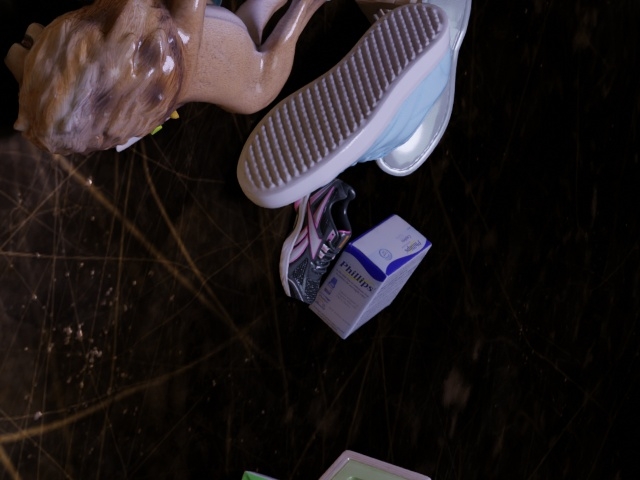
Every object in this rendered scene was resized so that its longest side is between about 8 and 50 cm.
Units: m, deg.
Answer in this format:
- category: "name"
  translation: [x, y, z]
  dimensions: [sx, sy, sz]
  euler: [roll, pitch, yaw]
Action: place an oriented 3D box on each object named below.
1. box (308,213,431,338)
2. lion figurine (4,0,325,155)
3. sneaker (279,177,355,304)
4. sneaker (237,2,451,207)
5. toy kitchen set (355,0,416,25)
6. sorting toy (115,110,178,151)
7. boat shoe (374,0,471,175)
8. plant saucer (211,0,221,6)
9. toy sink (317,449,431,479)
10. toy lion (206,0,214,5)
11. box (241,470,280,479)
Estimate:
- category: "box"
  translation: [0.068, 0.049, 1.636]
  dimensions: [0.126, 0.072, 0.137]
  euler: [-33, 160, -50]
- category: "lion figurine"
  translation: [-0.114, -0.188, 1.166]
  dimensions: [0.392, 0.142, 0.240]
  euler: [2, 112, -49]
- category: "sneaker"
  translation: [0.000, 0.000, 1.557]
  dimensions: [0.072, 0.077, 0.178]
  euler: [-6, 107, -56]
- category: "sneaker"
  translation: [0.051, -0.139, 1.499]
  dimensions: [0.366, 0.135, 0.150]
  euler: [-42, 140, -21]
- category: "toy kitchen set"
  translation: [0.107, -0.330, 1.602]
  dimensions: [0.075, 0.083, 0.068]
  euler: [45, 63, -55]
- category: "sorting toy"
  translation: [-0.195, -0.132, 1.237]
  dimensions: [0.075, 0.045, 0.083]
  euler: [-43, 139, -15]
- category: "boat shoe"
  translation: [0.130, -0.235, 1.664]
  dimensions: [0.114, 0.091, 0.303]
  euler: [24, 82, -26]
- category: "plant saucer"
  translation: [-0.146, -0.282, 1.269]
  dimensions: [0.119, 0.021, 0.119]
  euler: [-30, 126, -51]
- category: "toy sink"
  translation: [0.044, 0.433, 1.717]
  dimensions: [0.234, 0.152, 0.131]
  euler: [-40, 133, -44]
- category: "toy lion"
  translation: [-0.141, -0.204, 1.259]
  dimensions: [0.096, 0.034, 0.100]
  euler: [-58, 146, -16]
- category: "box"
  translation: [-0.060, 0.442, 1.511]
  dimensions: [0.231, 0.126, 0.262]
  euler: [61, 46, -75]
